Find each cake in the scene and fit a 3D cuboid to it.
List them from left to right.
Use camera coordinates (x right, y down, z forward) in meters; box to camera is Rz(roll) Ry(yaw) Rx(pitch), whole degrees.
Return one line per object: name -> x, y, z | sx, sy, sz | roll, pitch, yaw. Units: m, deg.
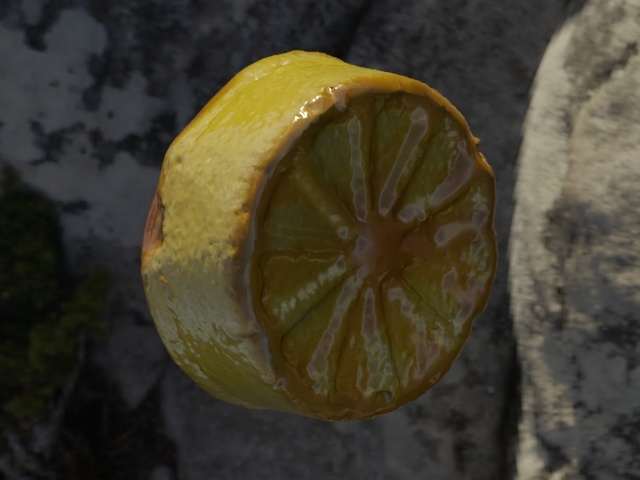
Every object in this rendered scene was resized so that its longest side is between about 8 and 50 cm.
cake -> 0.000, 0.000, 0.352 | 0.044, 0.084, 0.084 | 14, 93, 52
